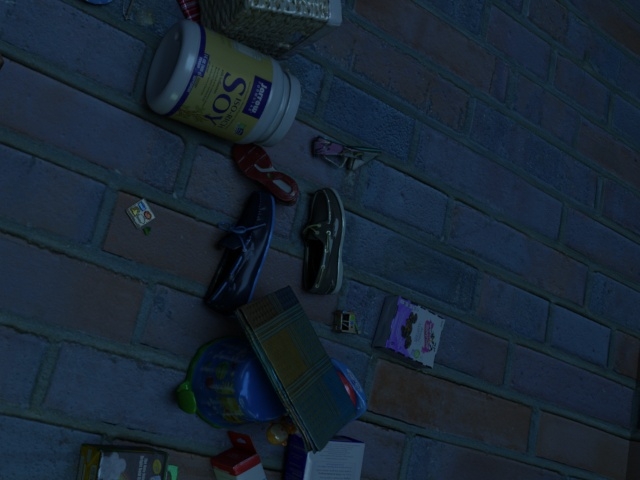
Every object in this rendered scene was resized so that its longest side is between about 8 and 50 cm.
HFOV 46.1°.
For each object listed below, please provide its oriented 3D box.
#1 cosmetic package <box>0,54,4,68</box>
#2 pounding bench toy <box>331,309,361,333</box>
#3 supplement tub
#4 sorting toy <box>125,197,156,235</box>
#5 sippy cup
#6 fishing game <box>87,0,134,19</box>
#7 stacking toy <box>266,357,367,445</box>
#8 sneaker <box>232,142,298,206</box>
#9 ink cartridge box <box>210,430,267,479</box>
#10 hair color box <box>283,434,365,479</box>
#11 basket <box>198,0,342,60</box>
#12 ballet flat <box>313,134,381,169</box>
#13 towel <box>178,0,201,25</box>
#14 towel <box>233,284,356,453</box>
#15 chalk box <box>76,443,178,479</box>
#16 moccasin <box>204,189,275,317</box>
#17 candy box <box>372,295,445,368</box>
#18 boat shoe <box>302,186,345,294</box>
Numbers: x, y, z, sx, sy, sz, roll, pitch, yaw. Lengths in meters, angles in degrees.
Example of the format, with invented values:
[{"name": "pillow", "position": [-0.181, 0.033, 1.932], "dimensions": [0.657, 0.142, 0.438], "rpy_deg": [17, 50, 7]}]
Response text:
[{"name": "cosmetic package", "position": [-0.826, -0.344, 1.541], "dimensions": [0.296, 0.153, 0.129], "rpy_deg": [-35, 103, -31]}, {"name": "pounding bench toy", "position": [0.081, 0.233, 2.152], "dimensions": [0.083, 0.052, 0.065], "rpy_deg": [11, 77, -33]}, {"name": "supplement tub", "position": [-0.242, -0.383, 1.891], "dimensions": [0.331, 0.241, 0.241], "rpy_deg": [18, 74, -31]}, {"name": "sorting toy", "position": [-0.434, -0.056, 1.857], "dimensions": [0.062, 0.012, 0.083], "rpy_deg": [-38, 105, -32]}, {"name": "sippy cup", "position": [-0.181, 0.353, 1.853], "dimensions": [0.240, 0.224, 0.305], "rpy_deg": [50, 61, -19]}, {"name": "fishing game", "position": [-0.560, -0.668, 1.832], "dimensions": [0.264, 0.041, 0.189], "rpy_deg": [22, 72, -39]}, {"name": "stacking toy", "position": [-0.035, 0.436, 1.914], "dimensions": [0.302, 0.166, 0.175], "rpy_deg": [-21, 73, -52]}, {"name": "sneaker", "position": [-0.150, -0.167, 2.036], "dimensions": [0.087, 0.128, 0.221], "rpy_deg": [-40, 76, -13]}, {"name": "ink cartridge box", "position": [-0.195, 0.598, 1.867], "dimensions": [0.078, 0.134, 0.231], "rpy_deg": [-21, 96, -34]}, {"name": "hair color box", "position": [-0.005, 0.689, 1.989], "dimensions": [0.185, 0.110, 0.338], "rpy_deg": [14, 80, -32]}, {"name": "basket", "position": [-0.140, -0.664, 1.915], "dimensions": [0.267, 0.328, 0.331], "rpy_deg": [-3, 87, -30]}, {"name": "ballet flat", "position": [0.075, -0.250, 2.204], "dimensions": [0.222, 0.077, 0.079], "rpy_deg": [8, 98, -29]}, {"name": "towel", "position": [-0.287, -0.646, 2.022], "dimensions": [0.199, 0.031, 0.274], "rpy_deg": [-33, 103, -32]}, {"name": "towel", "position": [-0.053, 0.298, 1.800], "dimensions": [0.370, 0.040, 0.271], "rpy_deg": [61, 24, 5]}, {"name": "chalk box", "position": [-0.431, 0.540, 1.716], "dimensions": [0.213, 0.132, 0.132], "rpy_deg": [15, 75, -33]}, {"name": "moccasin", "position": [-0.206, 0.024, 1.932], "dimensions": [0.117, 0.138, 0.341], "rpy_deg": [21, 72, -26]}, {"name": "candy box", "position": [0.267, 0.277, 2.263], "dimensions": [0.196, 0.070, 0.164], "rpy_deg": [27, 69, -28]}, {"name": "boat shoe", "position": [0.003, 0.000, 2.093], "dimensions": [0.091, 0.109, 0.304], "rpy_deg": [2, 87, -39]}]
